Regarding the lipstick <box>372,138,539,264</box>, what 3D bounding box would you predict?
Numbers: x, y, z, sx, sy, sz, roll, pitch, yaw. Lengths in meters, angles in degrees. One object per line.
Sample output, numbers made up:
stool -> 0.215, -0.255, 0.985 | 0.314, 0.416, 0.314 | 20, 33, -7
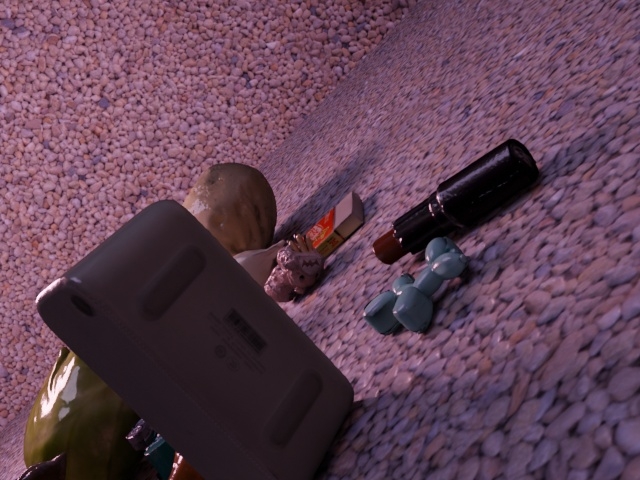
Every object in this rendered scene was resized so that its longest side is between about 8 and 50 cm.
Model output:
lipstick -> 0.199, -0.049, 1.313 | 0.299, 0.081, 0.081 | -36, 17, 32

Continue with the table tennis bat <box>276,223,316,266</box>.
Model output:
table tennis bat -> -0.057, 0.024, 2.010 | 0.155, 0.019, 0.098 | -48, 13, 5

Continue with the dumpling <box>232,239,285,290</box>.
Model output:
dumpling -> -0.166, 0.083, 1.919 | 0.252, 0.131, 0.179 | -51, -3, 10

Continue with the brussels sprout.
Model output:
brussels sprout -> -0.447, 0.360, 1.667 | 0.328, 0.247, 0.328 | -52, 17, 24

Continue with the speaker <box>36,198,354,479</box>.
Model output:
speaker -> -0.149, 0.149, 1.107 | 0.183, 0.406, 0.184 | -28, 19, 51

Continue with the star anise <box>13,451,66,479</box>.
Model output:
star anise -> -0.459, 0.414, 1.299 | 0.212, 0.073, 0.197 | -45, 18, 16

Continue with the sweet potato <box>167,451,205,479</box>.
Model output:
sweet potato -> -0.160, 0.317, 1.281 | 0.359, 0.112, 0.112 | -49, 14, -26

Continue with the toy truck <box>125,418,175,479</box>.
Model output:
toy truck -> -0.259, 0.337, 1.521 | 0.124, 0.114, 0.253 | -30, 16, 8

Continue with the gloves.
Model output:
gloves -> -0.052, 0.063, 1.719 | 0.110, 0.094, 0.144 | -27, -24, -38

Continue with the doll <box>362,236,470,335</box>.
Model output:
doll -> 0.144, 0.062, 1.202 | 0.158, 0.059, 0.159 | -54, 14, -28

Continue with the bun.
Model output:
bun -> -0.223, -0.035, 2.167 | 0.362, 0.234, 0.326 | 44, -116, -77

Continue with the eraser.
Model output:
eraser -> 0.000, 0.000, 1.857 | 0.230, 0.038, 0.157 | -43, 14, 16
